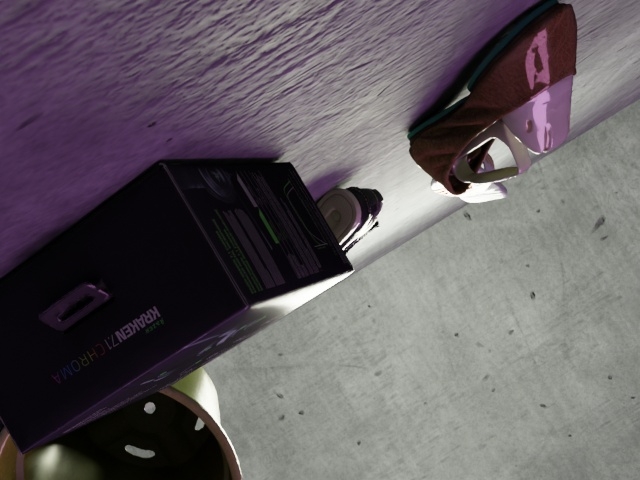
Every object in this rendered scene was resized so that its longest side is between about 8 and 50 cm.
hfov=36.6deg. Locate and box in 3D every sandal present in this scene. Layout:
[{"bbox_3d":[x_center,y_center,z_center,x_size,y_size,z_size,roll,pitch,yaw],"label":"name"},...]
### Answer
[{"bbox_3d":[0.258,-0.120,1.698,0.102,0.076,0.265,-11,169,22],"label":"sandal"}]

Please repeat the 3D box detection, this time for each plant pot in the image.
[{"bbox_3d":[-0.223,0.246,1.162,0.276,0.276,0.254,-32,-169,6],"label":"plant pot"}]

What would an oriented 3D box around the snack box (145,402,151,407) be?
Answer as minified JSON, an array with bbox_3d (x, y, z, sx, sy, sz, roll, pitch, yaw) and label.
[{"bbox_3d":[-0.243,0.193,1.420,0.322,0.060,0.187,-39,171,28],"label":"snack box"}]

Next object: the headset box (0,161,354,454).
[{"bbox_3d":[-0.139,0.049,0.855,0.246,0.131,0.283,-33,174,20],"label":"headset box"}]

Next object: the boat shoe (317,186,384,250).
[{"bbox_3d":[0.000,0.000,1.368,0.079,0.084,0.233,-24,167,-48],"label":"boat shoe"}]

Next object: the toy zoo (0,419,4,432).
[{"bbox_3d":[-0.340,0.178,1.093,0.293,0.030,0.192,-46,179,-31],"label":"toy zoo"}]

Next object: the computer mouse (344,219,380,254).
[{"bbox_3d":[0.041,-0.011,1.515,0.106,0.042,0.193,-39,164,2],"label":"computer mouse"}]

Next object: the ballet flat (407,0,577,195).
[{"bbox_3d":[0.207,-0.137,1.097,0.116,0.124,0.342,-29,173,-28],"label":"ballet flat"}]
